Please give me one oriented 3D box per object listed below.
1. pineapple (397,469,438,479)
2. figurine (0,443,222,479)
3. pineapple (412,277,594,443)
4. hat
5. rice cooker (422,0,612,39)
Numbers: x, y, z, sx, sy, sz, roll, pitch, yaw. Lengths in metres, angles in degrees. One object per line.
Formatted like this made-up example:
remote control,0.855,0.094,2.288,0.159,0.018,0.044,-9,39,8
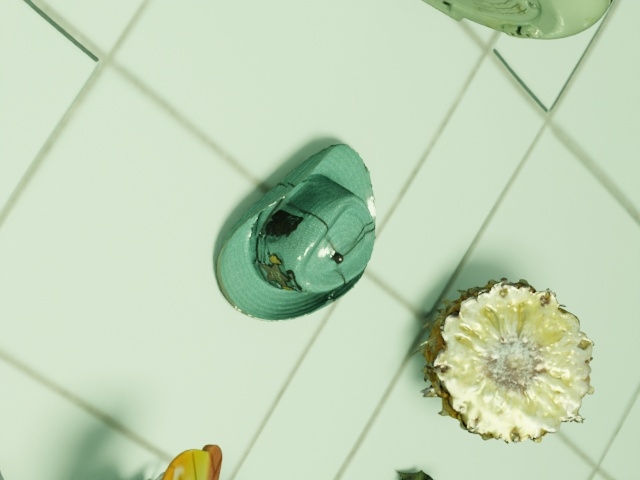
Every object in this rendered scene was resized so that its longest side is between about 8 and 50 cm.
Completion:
pineapple,0.079,0.326,1.834,0.108,0.108,0.197,26,74,-45
figurine,-0.208,0.290,1.476,0.388,0.248,0.276,2,101,-53
pineapple,0.174,0.121,1.824,0.176,0.137,0.161,3,85,-9
hat,0.000,0.000,1.647,0.191,0.078,0.138,-39,129,-26
rice cooker,0.175,-0.337,1.551,0.288,0.288,0.277,40,77,-43
